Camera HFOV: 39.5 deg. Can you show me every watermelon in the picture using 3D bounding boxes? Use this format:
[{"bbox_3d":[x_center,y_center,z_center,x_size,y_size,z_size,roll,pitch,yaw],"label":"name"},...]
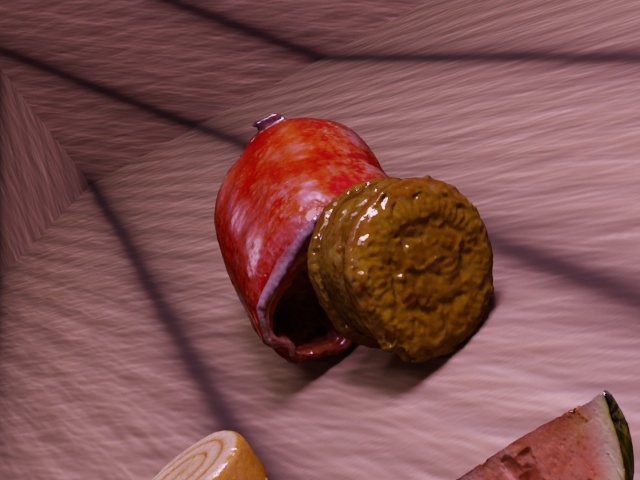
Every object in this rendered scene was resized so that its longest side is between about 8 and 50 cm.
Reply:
[{"bbox_3d":[0.168,0.174,0.618,0.069,0.087,0.163,-6,-30,-48],"label":"watermelon"}]

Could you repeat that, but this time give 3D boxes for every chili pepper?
[{"bbox_3d":[0.000,0.000,1.101,0.251,0.229,0.305,-45,29,6],"label":"chili pepper"}]

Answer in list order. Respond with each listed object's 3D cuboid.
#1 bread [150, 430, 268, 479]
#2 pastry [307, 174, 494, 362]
[{"bbox_3d":[-0.123,0.261,0.889,0.149,0.073,0.122,-37,14,-11],"label":"bread"},{"bbox_3d":[0.085,0.027,0.921,0.188,0.189,0.103,-43,17,-21],"label":"pastry"}]
